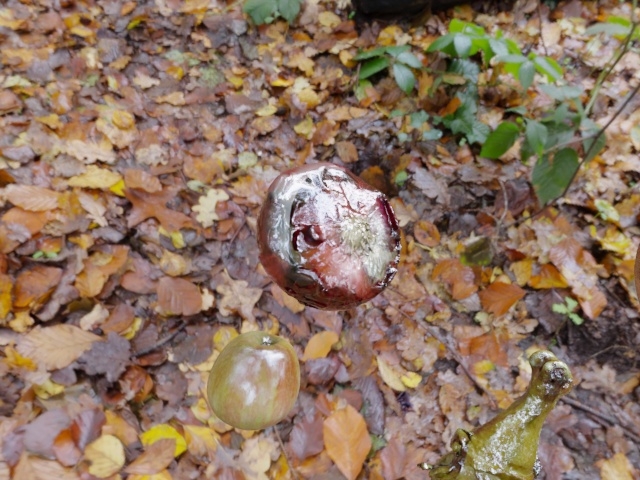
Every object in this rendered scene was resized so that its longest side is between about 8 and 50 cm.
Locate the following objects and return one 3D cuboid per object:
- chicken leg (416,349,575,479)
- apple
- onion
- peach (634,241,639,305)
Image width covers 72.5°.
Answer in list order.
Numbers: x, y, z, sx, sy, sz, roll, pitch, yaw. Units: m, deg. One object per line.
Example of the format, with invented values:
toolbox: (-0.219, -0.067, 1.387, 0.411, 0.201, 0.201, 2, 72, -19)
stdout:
chicken leg: (0.381, 0.404, 0.861, 0.361, 0.211, 0.140, -45, 29, 9)
apple: (-0.180, 0.383, 1.215, 0.256, 0.234, 0.257, 13, 12, -3)
onion: (0.000, 0.000, 0.790, 0.272, 0.195, 0.272, 8, 71, -24)
peach: (0.303, 0.030, 0.247, 0.192, 0.190, 0.190, 28, 58, 7)
